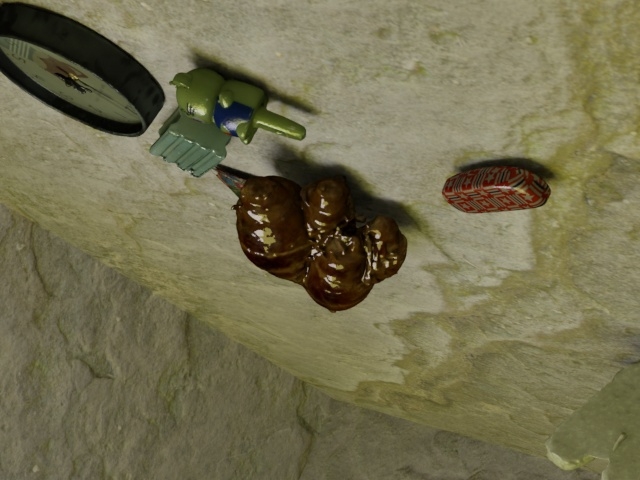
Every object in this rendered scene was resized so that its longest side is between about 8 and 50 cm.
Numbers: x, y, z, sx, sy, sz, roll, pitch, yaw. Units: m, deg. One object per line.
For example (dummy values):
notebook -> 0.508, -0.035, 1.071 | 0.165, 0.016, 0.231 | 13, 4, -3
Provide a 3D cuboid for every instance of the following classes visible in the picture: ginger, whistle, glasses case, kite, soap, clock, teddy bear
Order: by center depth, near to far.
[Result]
glasses case -> 0.247, -0.077, 1.492 | 0.073, 0.049, 0.194 | 34, 163, -25
whistle -> -0.129, -0.201, 1.599 | 0.228, 0.085, 0.105 | 23, 174, 6
clock -> -0.430, -0.290, 1.813 | 0.325, 0.067, 0.325 | 23, 164, 7
ginger -> -0.011, -0.004, 1.866 | 0.358, 0.152, 0.274 | 34, 152, -21
soap -> -0.233, -0.178, 1.883 | 0.115, 0.063, 0.198 | 28, 165, -16
teddy bear -> 0.651, 0.403, 1.993 | 0.327, 0.375, 0.362 | 29, 157, 42
kite -> -0.145, -0.104, 2.089 | 0.183, 0.014, 0.241 | 30, 167, -15

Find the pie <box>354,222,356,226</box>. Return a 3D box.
pie -> -0.001, -0.049, 2.008 | 0.155, 0.036, 0.154 | 23, 165, 7
